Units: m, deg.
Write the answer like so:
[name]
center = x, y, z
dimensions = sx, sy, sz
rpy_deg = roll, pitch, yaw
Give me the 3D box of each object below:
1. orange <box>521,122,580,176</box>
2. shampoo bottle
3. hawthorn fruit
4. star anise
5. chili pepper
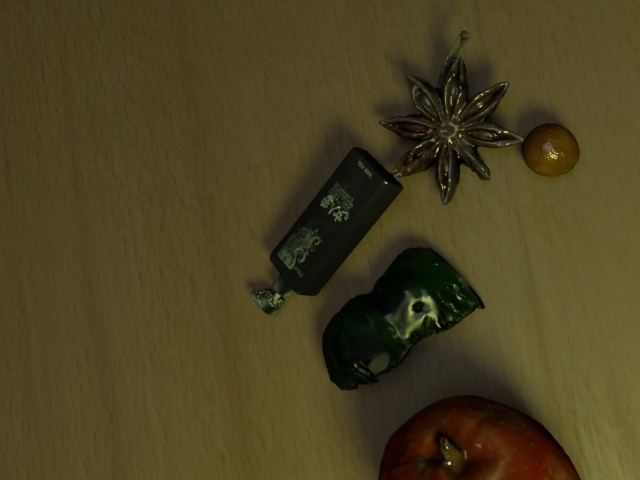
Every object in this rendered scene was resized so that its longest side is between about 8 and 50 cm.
[orange]
center = 0.343, -0.133, 1.061
dimensions = 0.084, 0.085, 0.085
rpy_deg = -3, 82, 19
[shampoo bottle]
center = 0.000, 0.001, 1.148
dimensions = 0.098, 0.071, 0.309
rpy_deg = 47, 111, 25
[hawthorn fruit]
center = 0.207, 0.336, 0.938
dimensions = 0.275, 0.300, 0.275
rpy_deg = -18, 43, 18
[star anise]
center = 0.204, -0.187, 1.108
dimensions = 0.230, 0.081, 0.263
rpy_deg = 10, 98, 28
[chili pepper]
center = 0.100, 0.122, 1.085
dimensions = 0.264, 0.116, 0.148
rpy_deg = -39, 69, 10
